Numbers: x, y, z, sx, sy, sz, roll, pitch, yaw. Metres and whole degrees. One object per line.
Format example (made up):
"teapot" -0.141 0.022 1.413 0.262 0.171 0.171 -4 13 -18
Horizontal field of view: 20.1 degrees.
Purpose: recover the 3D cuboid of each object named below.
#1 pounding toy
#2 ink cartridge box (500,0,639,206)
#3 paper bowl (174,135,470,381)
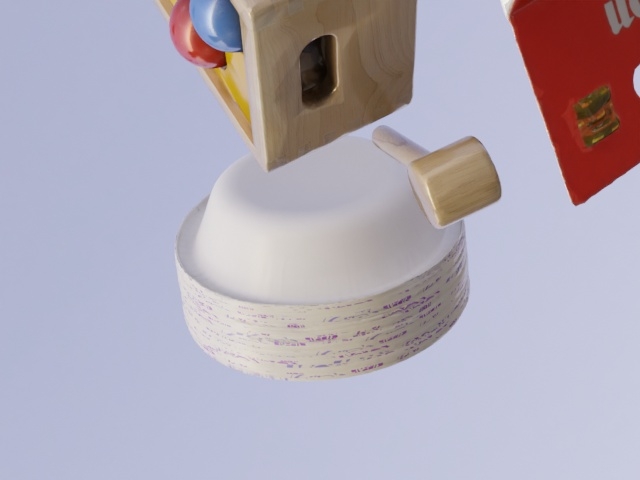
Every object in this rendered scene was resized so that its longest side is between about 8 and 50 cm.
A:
"pounding toy" -0.008 -0.080 0.828 0.094 0.206 0.181 -26 -27 -13
"ink cartridge box" 0.228 -0.256 1.151 0.308 0.091 0.385 -32 -69 -34
"paper bowl" 0.000 0.000 1.743 0.284 0.284 0.148 -23 -57 -27
